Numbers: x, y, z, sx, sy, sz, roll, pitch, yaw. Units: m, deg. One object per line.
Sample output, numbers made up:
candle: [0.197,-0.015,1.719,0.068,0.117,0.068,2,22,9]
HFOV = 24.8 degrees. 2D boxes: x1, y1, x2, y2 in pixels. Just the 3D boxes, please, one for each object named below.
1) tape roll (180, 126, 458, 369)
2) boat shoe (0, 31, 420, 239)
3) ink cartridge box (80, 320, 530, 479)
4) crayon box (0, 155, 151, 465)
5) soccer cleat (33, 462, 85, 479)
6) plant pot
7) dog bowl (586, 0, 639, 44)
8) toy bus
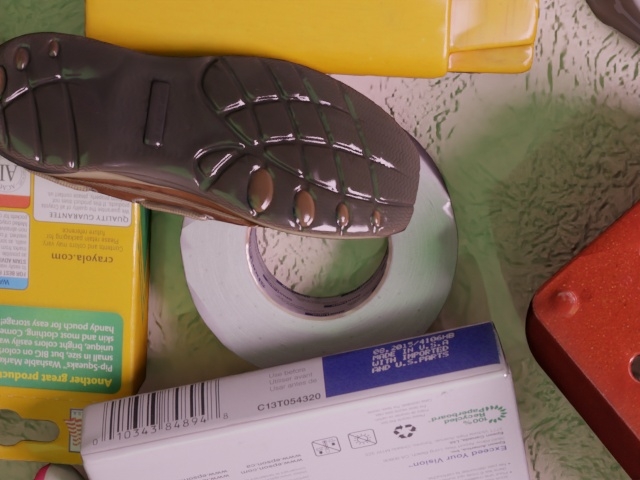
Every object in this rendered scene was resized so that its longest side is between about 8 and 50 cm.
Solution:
tape roll: [0.000,0.000,1.166,0.219,0.072,0.219,0,102,2]
boat shoe: [-0.090,-0.073,1.064,0.324,0.120,0.122,15,79,-11]
ink cartridge box: [0.010,0.226,1.180,0.324,0.071,0.330,-12,132,3]
crayon box: [-0.242,0.012,1.173,0.203,0.083,0.323,4,100,2]
soccer cleat: [-0.179,0.338,1.222,0.143,0.116,0.331,2,108,3]
plant pot: [0.296,0.074,1.029,0.267,0.236,0.267,-42,62,10]
dog bowl: [0.357,-0.265,1.083,0.349,0.102,0.349,1,102,3]
toy bus: [-0.001,-0.183,1.100,0.332,0.130,0.108,3,101,2]
